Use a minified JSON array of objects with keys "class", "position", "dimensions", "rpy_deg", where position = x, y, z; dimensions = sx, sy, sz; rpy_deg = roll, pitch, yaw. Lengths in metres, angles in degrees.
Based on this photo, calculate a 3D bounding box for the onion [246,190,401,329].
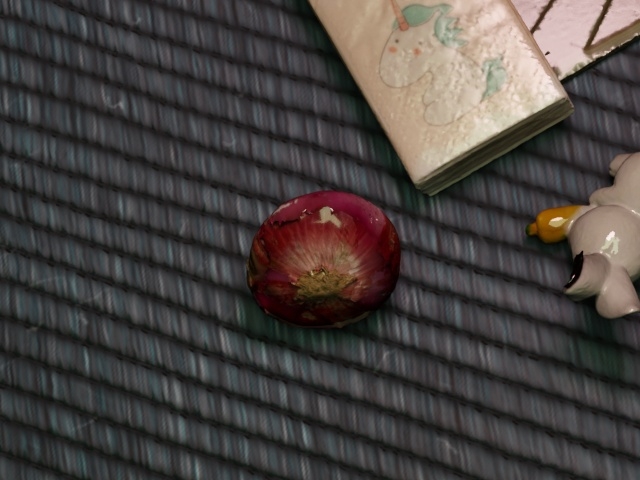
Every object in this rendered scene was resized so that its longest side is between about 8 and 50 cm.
[{"class":"onion","position":[0.000,0.000,1.855],"dimensions":[0.150,0.150,0.140],"rpy_deg":[-9,40,2]}]

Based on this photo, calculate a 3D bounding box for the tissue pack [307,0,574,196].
[{"class":"tissue pack","position":[0.089,-0.222,1.910],"dimensions":[0.170,0.071,0.325],"rpy_deg":[-31,75,6]}]

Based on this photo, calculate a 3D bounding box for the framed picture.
[{"class":"framed picture","position":[0.280,-0.292,1.942],"dimensions":[0.281,0.019,0.209],"rpy_deg":[-28,77,-2]}]

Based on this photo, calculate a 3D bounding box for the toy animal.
[{"class":"toy animal","position":[0.262,-0.004,1.826],"dimensions":[0.131,0.127,0.181],"rpy_deg":[35,70,5]}]
